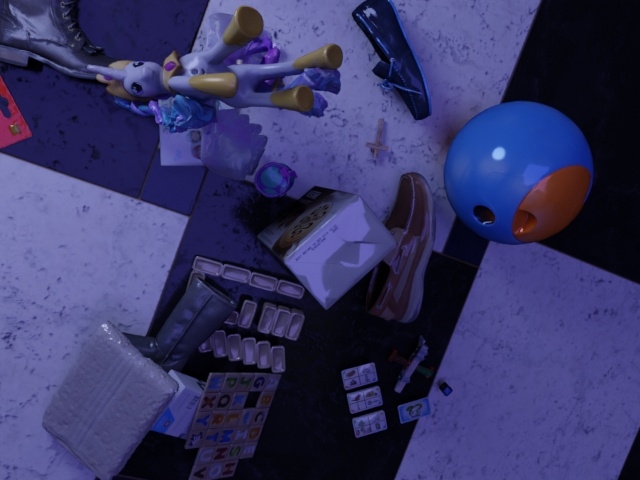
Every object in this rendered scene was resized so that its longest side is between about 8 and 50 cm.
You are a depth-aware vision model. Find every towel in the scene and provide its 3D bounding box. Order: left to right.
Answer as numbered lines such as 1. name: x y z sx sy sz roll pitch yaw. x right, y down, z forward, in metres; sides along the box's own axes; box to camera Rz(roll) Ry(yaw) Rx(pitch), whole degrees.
1. towel: -0.393 0.303 1.137 0.187 0.049 0.282 40 111 4

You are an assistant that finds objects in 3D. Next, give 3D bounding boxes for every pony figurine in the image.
1. pony figurine: -0.149 -0.262 1.016 0.351 0.363 0.303 1 92 -50

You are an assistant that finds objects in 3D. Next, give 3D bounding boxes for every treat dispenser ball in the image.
1. treat dispenser ball: 0.395 -0.135 1.240 0.288 0.288 0.288 -3 101 -16

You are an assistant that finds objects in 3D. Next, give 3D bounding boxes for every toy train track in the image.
1. toy train track: 0.121 -0.214 1.286 0.048 0.014 0.083 10 92 -11

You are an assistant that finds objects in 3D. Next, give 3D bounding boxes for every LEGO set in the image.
1. LEGO set: 0.175 0.330 1.399 0.244 0.060 0.182 -15 110 -6

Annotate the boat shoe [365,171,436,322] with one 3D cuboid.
1. boat shoe: 0.161 0.017 1.287 0.116 0.123 0.324 4 97 -16

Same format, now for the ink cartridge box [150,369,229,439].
1. ink cartridge box: -0.257 0.338 1.227 0.104 0.060 0.180 -52 139 -2

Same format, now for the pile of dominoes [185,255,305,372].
1. pile of dominoes: -0.162 0.154 1.268 0.251 0.040 0.196 17 97 -11

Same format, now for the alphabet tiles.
1. alphabet tiles: -0.187 0.381 1.255 0.198 0.009 0.237 14 96 -49

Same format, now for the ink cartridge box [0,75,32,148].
1. ink cartridge box: -0.615 -0.207 1.046 0.179 0.045 0.145 -25 107 -9

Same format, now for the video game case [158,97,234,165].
1. video game case: -0.235 -0.222 1.171 0.143 0.019 0.157 -3 101 -16

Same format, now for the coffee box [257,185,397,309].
1. coffee box: 0.000 0.000 1.138 0.168 0.297 0.119 -42 106 -5

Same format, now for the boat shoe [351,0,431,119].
1. boat shoe: 0.140 -0.355 1.231 0.089 0.109 0.258 -25 90 -4

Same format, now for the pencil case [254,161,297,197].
1. pencil case: -0.084 -0.116 1.167 0.070 0.152 0.064 -21 97 3

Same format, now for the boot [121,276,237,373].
1. boot: -0.292 0.160 1.188 0.189 0.076 0.208 33 101 -29

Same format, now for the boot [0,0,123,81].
1. boot: -0.432 -0.396 1.041 0.263 0.091 0.229 8 98 -16
